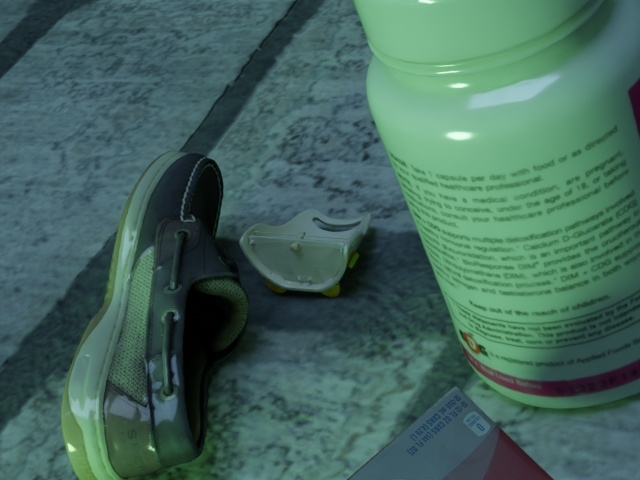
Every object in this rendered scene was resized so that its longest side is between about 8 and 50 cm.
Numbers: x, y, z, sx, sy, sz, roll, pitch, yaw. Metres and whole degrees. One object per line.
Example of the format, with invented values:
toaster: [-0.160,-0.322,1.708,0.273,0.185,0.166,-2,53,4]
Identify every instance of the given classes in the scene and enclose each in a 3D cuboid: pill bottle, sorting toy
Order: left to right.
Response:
sorting toy: [0.000,0.000,1.084,0.083,0.045,0.075,5,35,28]
pill bottle: [0.120,-0.055,0.875,0.160,0.283,0.160,-16,36,12]

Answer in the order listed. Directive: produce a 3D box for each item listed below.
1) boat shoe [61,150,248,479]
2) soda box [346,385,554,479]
boat shoe: [-0.092,0.045,1.033,0.092,0.103,0.285,-2,39,13]
soda box: [0.002,0.186,0.738,0.092,0.083,0.263,43,55,14]
